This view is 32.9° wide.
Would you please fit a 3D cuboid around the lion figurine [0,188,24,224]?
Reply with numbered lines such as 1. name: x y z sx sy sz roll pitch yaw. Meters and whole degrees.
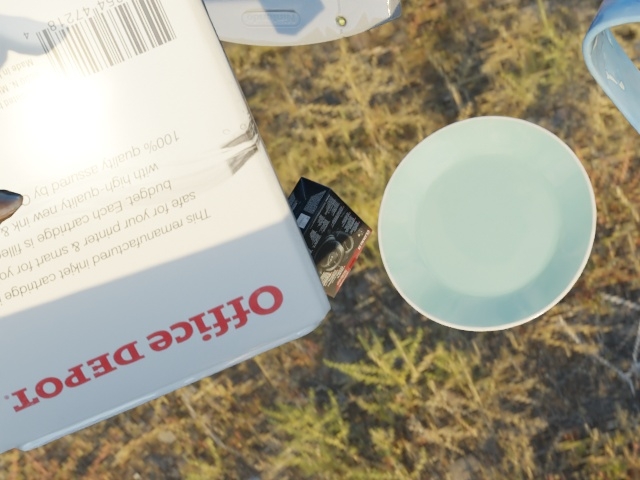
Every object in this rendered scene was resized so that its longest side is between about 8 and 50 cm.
1. lion figurine: -0.318 0.037 0.349 0.392 0.240 0.142 -42 11 -5

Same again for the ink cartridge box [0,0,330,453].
1. ink cartridge box: -0.138 -0.053 0.573 0.198 0.272 0.115 -22 23 0

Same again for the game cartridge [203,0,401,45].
1. game cartridge: -0.052 -0.318 1.218 0.294 0.196 0.060 5 22 24

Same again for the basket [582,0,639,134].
1. basket: 0.282 -0.017 0.471 0.255 0.289 0.201 5 55 49

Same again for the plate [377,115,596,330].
1. plate: 0.141 -0.014 0.923 0.188 0.024 0.188 -5 76 21

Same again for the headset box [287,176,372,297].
1. headset box: 0.000 0.000 0.811 0.032 0.083 0.062 25 80 35
